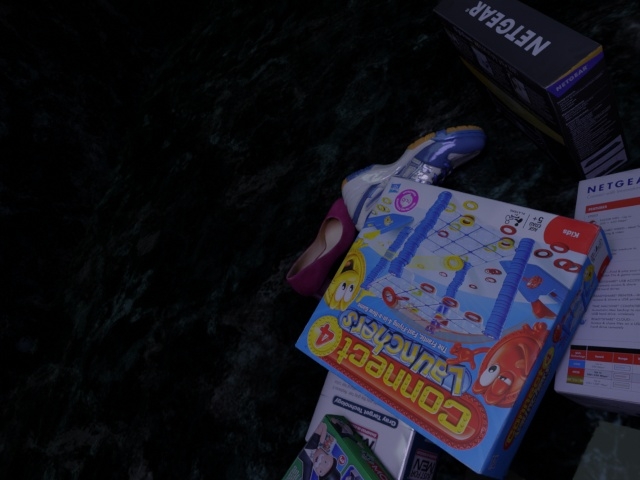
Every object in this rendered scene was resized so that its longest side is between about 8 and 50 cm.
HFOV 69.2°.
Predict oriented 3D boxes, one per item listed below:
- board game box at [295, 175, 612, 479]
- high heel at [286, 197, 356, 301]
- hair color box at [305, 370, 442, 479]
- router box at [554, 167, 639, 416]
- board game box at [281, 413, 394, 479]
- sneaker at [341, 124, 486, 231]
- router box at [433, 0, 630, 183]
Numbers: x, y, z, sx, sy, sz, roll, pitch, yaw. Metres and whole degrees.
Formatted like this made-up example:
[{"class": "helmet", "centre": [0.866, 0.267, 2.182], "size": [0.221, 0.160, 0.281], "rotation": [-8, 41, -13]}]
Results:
[{"class": "board game box", "centre": [0.159, 0.087, 0.623], "size": [0.308, 0.086, 0.302], "rotation": [22, 78, 43]}, {"class": "high heel", "centre": [0.000, 0.000, 0.949], "size": [0.082, 0.117, 0.244], "rotation": [1, 65, 42]}, {"class": "hair color box", "centre": [0.125, 0.178, 0.730], "size": [0.174, 0.105, 0.347], "rotation": [6, 67, 42]}, {"class": "router box", "centre": [0.448, 0.046, 0.491], "size": [0.335, 0.082, 0.301], "rotation": [-10, 56, 54]}, {"class": "board game box", "centre": [-0.007, 0.426, 0.602], "size": [0.213, 0.046, 0.317], "rotation": [41, 102, 44]}, {"class": "sneaker", "centre": [0.185, -0.105, 0.887], "size": [0.296, 0.112, 0.131], "rotation": [-26, 66, 29]}, {"class": "router box", "centre": [0.328, -0.254, 0.735], "size": [0.081, 0.243, 0.309], "rotation": [-39, 45, 16]}]
